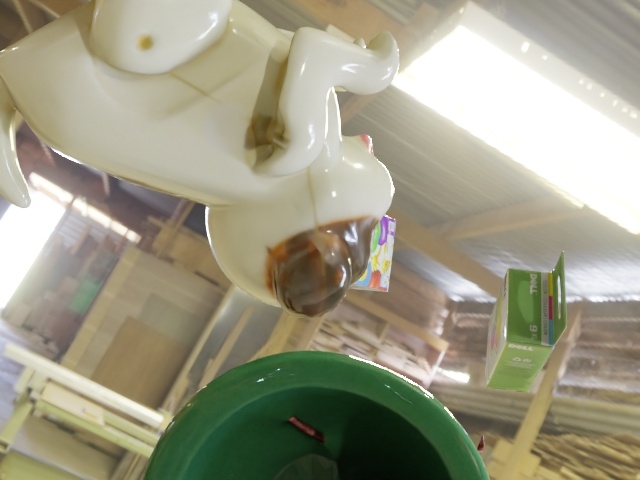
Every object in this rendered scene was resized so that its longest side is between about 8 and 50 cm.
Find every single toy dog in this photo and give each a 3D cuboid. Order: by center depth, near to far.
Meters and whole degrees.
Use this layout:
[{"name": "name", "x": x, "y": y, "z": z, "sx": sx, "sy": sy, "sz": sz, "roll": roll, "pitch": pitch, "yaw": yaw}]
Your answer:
[{"name": "toy dog", "x": -0.090, "y": -0.102, "z": 0.721, "sx": 0.408, "sy": 0.395, "sz": 0.285, "roll": 48, "pitch": -11, "yaw": -21}]

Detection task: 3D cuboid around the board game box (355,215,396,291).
[{"name": "board game box", "x": 0.000, "y": 0.000, "z": 1.244, "sx": 0.145, "sy": 0.141, "sz": 0.275, "roll": 3, "pitch": -9, "yaw": 35}]

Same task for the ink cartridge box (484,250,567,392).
[{"name": "ink cartridge box", "x": 0.265, "y": 0.109, "z": 0.925, "sx": 0.062, "sy": 0.108, "sz": 0.209, "roll": 7, "pitch": -32, "yaw": 7}]

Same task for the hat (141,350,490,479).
[{"name": "hat", "x": 0.005, "y": 0.167, "z": 0.433, "sx": 0.209, "sy": 0.172, "sz": 0.183, "roll": 22, "pitch": -14, "yaw": 1}]
